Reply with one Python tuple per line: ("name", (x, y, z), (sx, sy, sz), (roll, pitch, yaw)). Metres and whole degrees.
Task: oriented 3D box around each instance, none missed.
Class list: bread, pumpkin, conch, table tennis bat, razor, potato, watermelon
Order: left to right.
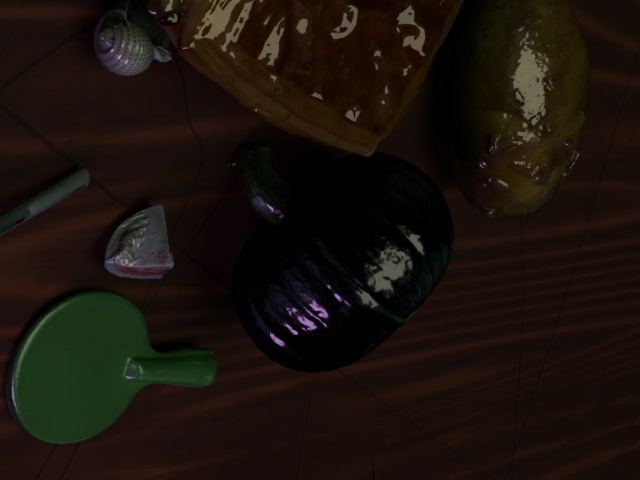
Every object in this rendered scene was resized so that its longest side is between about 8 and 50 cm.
("razor", (-0.288, -0.016, 1.664), (0.211, 0.036, 0.084), (-29, 133, -35))
("table tennis bat", (-0.204, 0.126, 1.848), (0.257, 0.039, 0.160), (5, 107, -45))
("conch", (-0.174, -0.185, 1.682), (0.085, 0.057, 0.076), (23, 66, -70))
("watermelon", (-0.170, 0.014, 1.795), (0.085, 0.061, 0.085), (-37, 137, -43))
("bread", (-0.025, -0.253, 1.723), (0.324, 0.167, 0.277), (28, 89, -43))
("pumpkin", (0.000, 0.000, 1.886), (0.248, 0.248, 0.248), (-27, 130, -37))
("potato", (0.224, -0.164, 2.083), (0.176, 0.141, 0.298), (-32, 134, -46))
